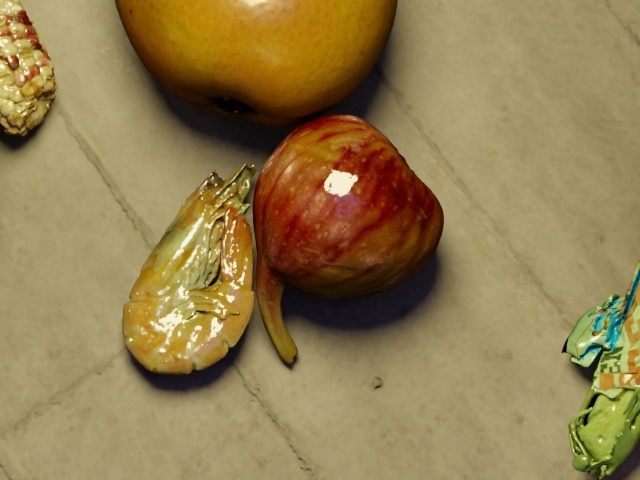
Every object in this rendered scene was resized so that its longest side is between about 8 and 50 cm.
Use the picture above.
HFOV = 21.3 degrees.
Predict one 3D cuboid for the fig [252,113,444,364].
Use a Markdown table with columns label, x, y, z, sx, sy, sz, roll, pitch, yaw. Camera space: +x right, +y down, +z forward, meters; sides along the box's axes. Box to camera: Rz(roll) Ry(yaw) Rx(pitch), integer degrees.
| label | x | y | z | sx | sy | sz | roll | pitch | yaw |
| --- | --- | --- | --- | --- | --- | --- | --- | --- | --- |
| fig | -0.001 | -0.007 | 1.545 | 0.207 | 0.175 | 0.175 | -38 | 82 | 4 |

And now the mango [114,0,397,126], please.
| label | x | y | z | sx | sy | sz | roll | pitch | yaw |
| --- | --- | --- | --- | --- | --- | --- | --- | --- | --- |
| mango | -0.067 | -0.283 | 1.570 | 0.264 | 0.221 | 0.378 | -7 | 69 | 1 |

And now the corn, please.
| label | x | y | z | sx | sy | sz | roll | pitch | yaw |
| --- | --- | --- | --- | --- | --- | --- | --- | --- | --- |
| corn | -0.341 | -0.229 | 1.604 | 0.098 | 0.098 | 0.290 | -32 | 81 | -8 |

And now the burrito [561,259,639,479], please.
| label | x | y | z | sx | sy | sz | roll | pitch | yaw |
| --- | --- | --- | --- | --- | --- | --- | --- | --- | --- |
| burrito | 0.290 | 0.078 | 1.568 | 0.104 | 0.054 | 0.288 | 25 | 96 | 31 |

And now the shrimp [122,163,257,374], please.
| label | x | y | z | sx | sy | sz | roll | pitch | yaw |
| --- | --- | --- | --- | --- | --- | --- | --- | --- | --- |
| shrimp | -0.105 | 0.027 | 1.581 | 0.115 | 0.051 | 0.217 | 23 | 77 | 8 |
